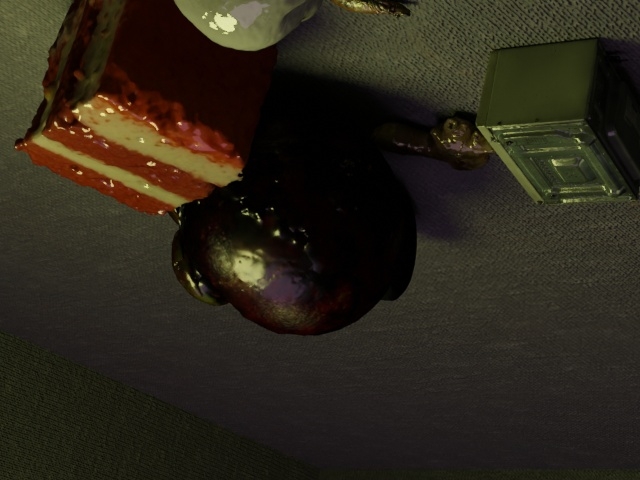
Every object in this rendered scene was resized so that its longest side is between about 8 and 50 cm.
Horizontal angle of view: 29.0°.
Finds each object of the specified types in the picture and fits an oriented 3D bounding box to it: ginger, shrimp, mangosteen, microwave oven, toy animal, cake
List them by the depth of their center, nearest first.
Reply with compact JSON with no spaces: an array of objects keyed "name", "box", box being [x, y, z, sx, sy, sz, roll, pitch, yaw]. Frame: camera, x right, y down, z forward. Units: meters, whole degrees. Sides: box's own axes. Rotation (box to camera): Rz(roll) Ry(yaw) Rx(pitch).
[{"name":"toy animal","box":[-0.078,-0.345,1.418,0.272,0.264,0.206,8,156,18]},{"name":"shrimp","box":[0.065,-0.334,1.678,0.127,0.025,0.091,17,156,-2]},{"name":"microwave oven","box":[0.359,-0.161,1.777,0.194,0.145,0.240,2,155,33]},{"name":"cake","box":[-0.245,-0.224,1.795,0.270,0.269,0.320,25,155,-29]},{"name":"ginger","box":[0.189,-0.163,1.984,0.214,0.058,0.133,15,164,4]},{"name":"mangosteen","box":[-0.061,-0.042,2.012,0.381,0.380,0.421,30,172,-35]}]

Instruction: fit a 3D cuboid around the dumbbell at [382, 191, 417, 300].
[{"name":"dumbbell","box":[0.000,0.000,2.282,0.323,0.203,0.203,4,156,21]}]
